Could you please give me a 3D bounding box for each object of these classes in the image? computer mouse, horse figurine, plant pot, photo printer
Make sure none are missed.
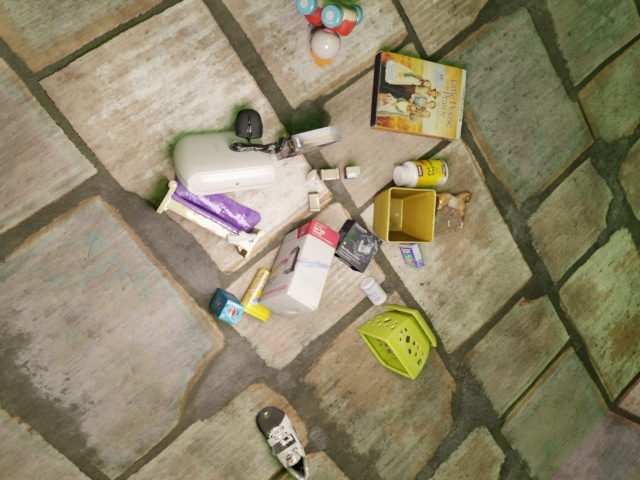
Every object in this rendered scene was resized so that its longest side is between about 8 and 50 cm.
[{"bbox_3d":[-0.210,-0.390,1.521,0.184,0.261,0.060,4,133,-6],"label":"computer mouse"},{"bbox_3d":[0.565,-0.151,1.951,0.264,0.066,0.174,10,97,-25],"label":"horse figurine"},{"bbox_3d":[0.330,0.402,1.830,0.207,0.228,0.227,-42,108,-21],"label":"plant pot"},{"bbox_3d":[-0.335,-0.268,1.491,0.308,0.256,0.107,-10,137,-20],"label":"photo printer"},{"bbox_3d":[0.322,-0.102,1.793,0.212,0.187,0.212,0,94,-22],"label":"plant pot"}]

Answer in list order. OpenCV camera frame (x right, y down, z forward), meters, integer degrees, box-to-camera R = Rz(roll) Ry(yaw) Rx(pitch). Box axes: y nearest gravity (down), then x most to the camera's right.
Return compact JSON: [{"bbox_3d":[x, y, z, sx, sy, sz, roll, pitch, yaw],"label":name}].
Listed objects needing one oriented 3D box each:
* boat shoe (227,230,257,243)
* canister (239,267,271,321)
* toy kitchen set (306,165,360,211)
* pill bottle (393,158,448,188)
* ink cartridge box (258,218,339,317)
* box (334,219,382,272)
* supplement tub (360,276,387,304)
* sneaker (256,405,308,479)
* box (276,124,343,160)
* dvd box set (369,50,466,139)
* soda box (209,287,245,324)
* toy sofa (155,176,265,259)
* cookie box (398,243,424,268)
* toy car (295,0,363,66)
[{"bbox_3d":[-0.266,-0.016,1.490,0.100,0.035,0.035,-10,105,-13],"label":"boat shoe"},{"bbox_3d":[-0.219,0.203,1.669,0.126,0.073,0.169,31,82,-22],"label":"canister"},{"bbox_3d":[0.051,-0.200,1.735,0.207,0.122,0.165,-5,98,-1],"label":"toy kitchen set"},{"bbox_3d":[0.419,-0.279,1.852,0.215,0.117,0.117,-8,98,-21],"label":"pill bottle"},{"bbox_3d":[-0.075,0.103,1.581,0.131,0.226,0.306,33,57,-22],"label":"ink cartridge box"},{"bbox_3d":[0.139,0.022,1.783,0.156,0.093,0.158,37,80,-21],"label":"box"},{"bbox_3d":[0.222,0.211,1.845,0.071,0.071,0.107,-43,107,-13],"label":"supplement tub"},{"bbox_3d":[-0.131,0.798,1.723,0.123,0.146,0.330,-34,105,-14],"label":"sneaker"},{"bbox_3d":[-0.049,-0.353,1.599,0.183,0.231,0.056,-18,98,-20],"label":"box"},{"bbox_3d":[0.415,-0.597,1.851,0.421,0.062,0.307,4,94,-22],"label":"dvd box set"},{"bbox_3d":[-0.332,0.229,1.551,0.067,0.210,0.071,29,84,-22],"label":"soda box"},{"bbox_3d":[-0.373,-0.094,1.538,0.363,0.150,0.177,31,85,-21],"label":"toy sofa"},{"bbox_3d":[0.390,0.061,1.887,0.040,0.092,0.107,-25,103,-21],"label":"cookie box"},{"bbox_3d":[0.010,-0.769,1.630,0.210,0.219,0.237,32,126,11],"label":"toy car"}]
